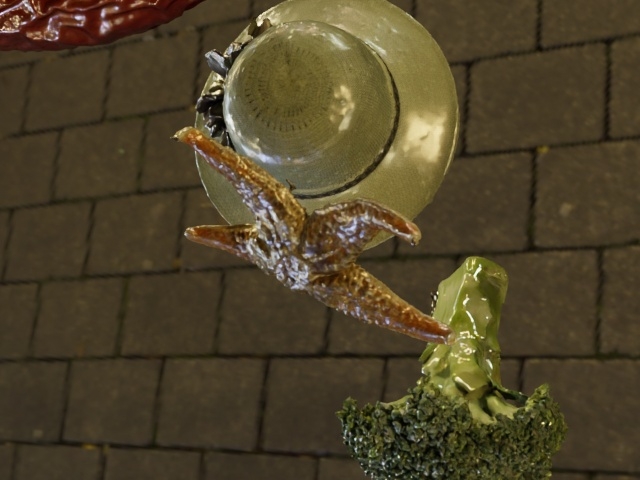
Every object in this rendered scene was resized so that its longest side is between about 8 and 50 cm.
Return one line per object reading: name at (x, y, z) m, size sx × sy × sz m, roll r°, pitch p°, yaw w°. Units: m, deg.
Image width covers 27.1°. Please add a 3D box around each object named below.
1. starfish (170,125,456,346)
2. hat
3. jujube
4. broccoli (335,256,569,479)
starfish at (0.001, -0.002, 1.032) m, size 0.247 × 0.138 × 0.050 m, roll 21°, pitch 53°, yaw 13°
hat at (-0.010, -0.120, 1.173) m, size 0.257 × 0.130 × 0.257 m, roll -3°, pitch 79°, yaw 13°
jujube at (-0.131, -0.164, 0.736) m, size 0.176 × 0.109 × 0.112 m, roll -18°, pitch 24°, yaw 12°
broccoli at (0.195, 0.181, 1.607) m, size 0.252 × 0.361 × 0.221 m, roll 25°, pitch 134°, yaw 15°
